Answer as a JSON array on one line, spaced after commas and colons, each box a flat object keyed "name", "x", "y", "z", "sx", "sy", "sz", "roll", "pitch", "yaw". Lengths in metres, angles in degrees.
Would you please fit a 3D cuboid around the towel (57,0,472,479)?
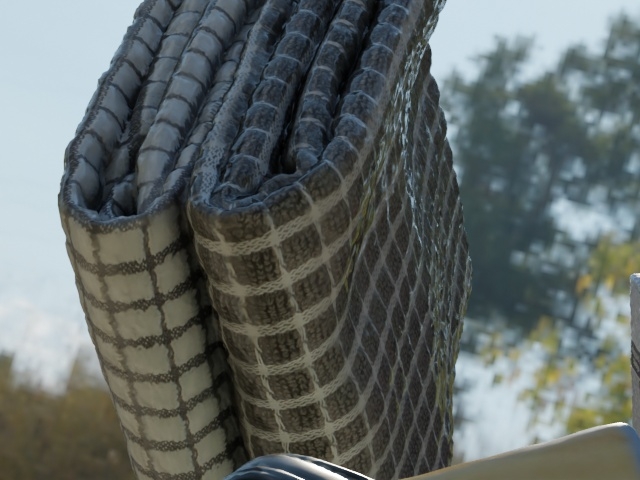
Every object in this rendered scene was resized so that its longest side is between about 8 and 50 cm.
[{"name": "towel", "x": 0.000, "y": 0.000, "z": 0.786, "sx": 0.121, "sy": 0.283, "sz": 0.235, "roll": -2, "pitch": -53, "yaw": 17}]

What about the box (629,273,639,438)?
[{"name": "box", "x": 0.254, "y": 0.122, "z": 0.904, "sx": 0.142, "sy": 0.163, "sz": 0.247, "roll": -8, "pitch": 22, "yaw": -6}]

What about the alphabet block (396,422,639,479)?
[{"name": "alphabet block", "x": 0.026, "y": 0.199, "z": 0.521, "sx": 0.197, "sy": 0.193, "sz": 0.192, "roll": -13, "pitch": -42, "yaw": -9}]

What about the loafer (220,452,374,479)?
[{"name": "loafer", "x": 0.049, "y": 0.097, "z": 0.394, "sx": 0.170, "sy": 0.061, "sz": 0.062, "roll": 35, "pitch": -57, "yaw": -1}]
